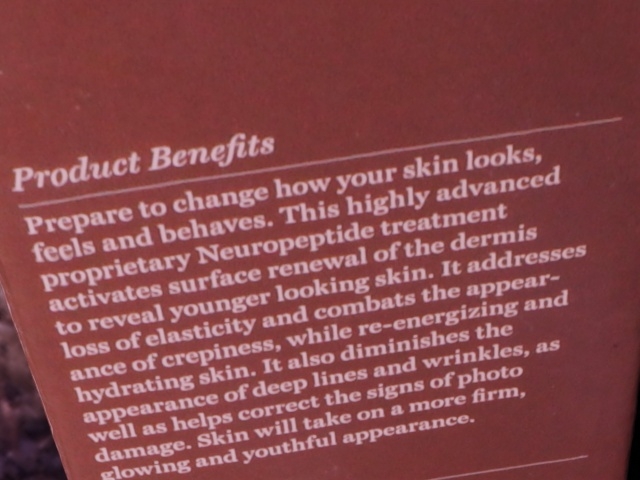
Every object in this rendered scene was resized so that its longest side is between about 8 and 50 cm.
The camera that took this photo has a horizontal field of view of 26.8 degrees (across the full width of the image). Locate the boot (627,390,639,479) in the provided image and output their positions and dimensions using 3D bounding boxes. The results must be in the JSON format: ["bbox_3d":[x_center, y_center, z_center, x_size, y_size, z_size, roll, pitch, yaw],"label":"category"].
[{"bbox_3d":[0.210,-0.036,0.442,0.146,0.445,0.367,25,75,15],"label":"boot"}]

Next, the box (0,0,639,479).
[{"bbox_3d":[0.000,0.000,0.450,0.191,0.143,0.381,-8,135,-3],"label":"box"}]
